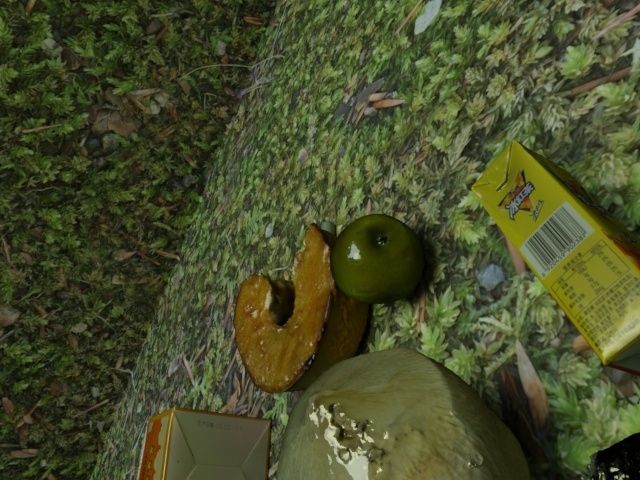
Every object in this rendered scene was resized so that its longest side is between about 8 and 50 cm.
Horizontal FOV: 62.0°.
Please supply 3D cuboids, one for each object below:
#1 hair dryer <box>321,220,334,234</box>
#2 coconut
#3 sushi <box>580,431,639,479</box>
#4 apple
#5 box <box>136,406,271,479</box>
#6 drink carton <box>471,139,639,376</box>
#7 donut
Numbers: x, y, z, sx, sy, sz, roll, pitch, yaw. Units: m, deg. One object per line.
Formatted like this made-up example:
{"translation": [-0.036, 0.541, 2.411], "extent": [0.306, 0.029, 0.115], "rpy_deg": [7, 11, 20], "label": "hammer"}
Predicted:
{"translation": [0.000, 0.000, 1.478], "extent": [0.124, 0.038, 0.063], "rpy_deg": [-43, 38, 51], "label": "hair dryer"}
{"translation": [0.099, 0.332, 0.761], "extent": [0.346, 0.360, 0.346], "rpy_deg": [-40, 27, 25], "label": "coconut"}
{"translation": [0.391, 0.316, 0.556], "extent": [0.126, 0.136, 0.225], "rpy_deg": [-52, 42, 34], "label": "sushi"}
{"translation": [0.117, 0.034, 1.094], "extent": [0.157, 0.196, 0.196], "rpy_deg": [90, 178, -58], "label": "apple"}
{"translation": [-0.307, 0.594, 1.389], "extent": [0.214, 0.283, 0.260], "rpy_deg": [-33, 47, 49], "label": "box"}
{"translation": [0.365, 0.014, 0.743], "extent": [0.111, 0.154, 0.351], "rpy_deg": [-53, 35, 27], "label": "drink carton"}
{"translation": [-0.046, 0.195, 1.318], "extent": [0.435, 0.163, 0.378], "rpy_deg": [-30, 50, 46], "label": "donut"}
